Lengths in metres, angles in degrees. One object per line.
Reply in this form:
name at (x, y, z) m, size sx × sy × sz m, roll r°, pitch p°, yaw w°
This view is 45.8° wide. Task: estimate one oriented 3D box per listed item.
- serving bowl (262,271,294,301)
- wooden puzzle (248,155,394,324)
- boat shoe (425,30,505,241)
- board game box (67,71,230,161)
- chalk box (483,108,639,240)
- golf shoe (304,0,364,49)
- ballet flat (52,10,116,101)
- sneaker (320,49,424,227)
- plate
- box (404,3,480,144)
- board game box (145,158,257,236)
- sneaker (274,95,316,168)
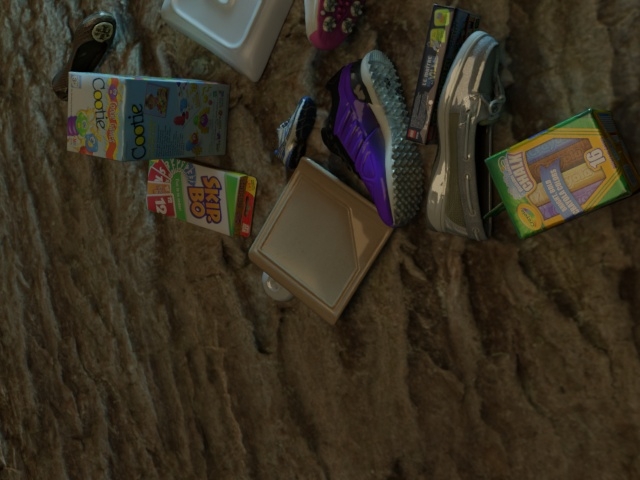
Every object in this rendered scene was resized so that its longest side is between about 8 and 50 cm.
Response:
serving bowl at (-0.081, 0.079, 1.455) m, size 0.083 × 0.027 × 0.083 m, roll 6°, pitch 102°, yaw 31°
wooden puzzle at (0.000, 0.000, 1.376) m, size 0.221 × 0.044 × 0.238 m, roll 37°, pitch 111°, yaw 21°
boat shoe at (0.239, -0.156, 1.170) m, size 0.103 × 0.118 × 0.320 m, roll 17°, pitch 110°, yaw 25°
board game box at (-0.312, -0.230, 1.400) m, size 0.142 × 0.275 × 0.144 m, roll 13°, pitch 104°, yaw 29°
chalk box at (0.336, -0.088, 1.108) m, size 0.213 × 0.132 × 0.132 m, roll -25°, pitch 85°, yaw 31°
golf shoe at (0.009, -0.476, 1.273) m, size 0.140 × 0.115 × 0.306 m, roll 16°, pitch 99°, yaw 39°
ballet flat at (-0.499, -0.382, 1.604) m, size 0.250 × 0.084 × 0.058 m, roll -42°, pitch 60°, yaw 35°
sneaker at (0.077, -0.158, 1.284) m, size 0.146 × 0.102 × 0.293 m, roll -13°, pitch 86°, yaw 37°
plate at (-0.172, -0.481, 1.411) m, size 0.277 × 0.045 × 0.278 m, roll 38°, pitch 115°, yaw 22°
box at (0.191, -0.254, 1.181) m, size 0.036 × 0.114 × 0.206 m, roll 19°, pitch 108°, yaw 28°
board game box at (-0.245, -0.094, 1.526) m, size 0.260 × 0.039 × 0.124 m, roll 16°, pitch 107°, yaw 26°
sneaker at (-0.053, -0.202, 1.379) m, size 0.058 × 0.052 × 0.135 m, roll 31°, pitch 112°, yaw 29°
